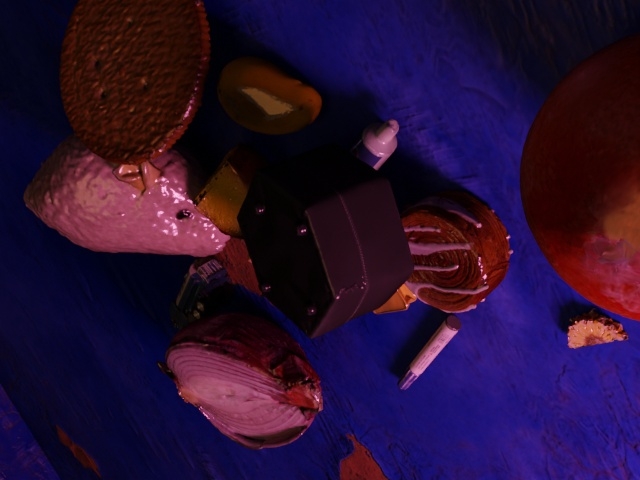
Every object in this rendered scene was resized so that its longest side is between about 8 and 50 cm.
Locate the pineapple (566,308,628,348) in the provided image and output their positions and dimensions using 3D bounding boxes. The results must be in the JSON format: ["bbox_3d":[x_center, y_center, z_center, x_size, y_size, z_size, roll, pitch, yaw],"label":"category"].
[{"bbox_3d":[0.331,0.108,1.066,0.045,0.019,0.083,53,143,-12],"label":"pineapple"}]

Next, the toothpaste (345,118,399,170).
[{"bbox_3d":[0.038,-0.089,1.190,0.069,0.047,0.268,40,146,-2],"label":"toothpaste"}]

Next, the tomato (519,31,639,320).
[{"bbox_3d":[0.304,-0.050,0.774,0.265,0.265,0.264,27,137,29],"label":"tomato"}]

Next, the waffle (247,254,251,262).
[{"bbox_3d":[-0.027,0.027,1.297,0.148,0.042,0.102,26,149,-20],"label":"waffle"}]

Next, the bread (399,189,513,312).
[{"bbox_3d":[0.162,0.016,1.119,0.160,0.073,0.160,27,137,28],"label":"bread"}]

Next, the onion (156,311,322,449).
[{"bbox_3d":[-0.087,0.221,1.486,0.349,0.159,0.267,-5,128,40],"label":"onion"}]

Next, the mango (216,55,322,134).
[{"bbox_3d":[-0.071,-0.195,1.191,0.161,0.076,0.103,18,126,25],"label":"mango"}]

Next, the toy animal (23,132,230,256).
[{"bbox_3d":[-0.326,-0.087,1.428,0.359,0.188,0.226,1,128,7],"label":"toy animal"}]

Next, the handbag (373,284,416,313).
[{"bbox_3d":[0.096,0.075,1.276,0.083,0.027,0.061,-15,110,52],"label":"handbag"}]

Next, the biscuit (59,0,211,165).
[{"bbox_3d":[-0.272,-0.258,1.268,0.305,0.038,0.305,0,90,34],"label":"biscuit"}]

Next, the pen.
[{"bbox_3d":[0.158,0.171,1.293,0.025,0.025,0.204,42,143,12],"label":"pen"}]

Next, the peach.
[{"bbox_3d":[-0.121,-0.083,1.314,0.127,0.092,0.172,26,140,14],"label":"peach"}]

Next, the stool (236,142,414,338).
[{"bbox_3d":[0.000,0.000,1.122,0.232,0.141,0.232,40,142,42],"label":"stool"}]

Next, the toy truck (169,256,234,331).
[{"bbox_3d":[-0.222,0.105,1.595,0.088,0.074,0.201,48,143,12],"label":"toy truck"}]
